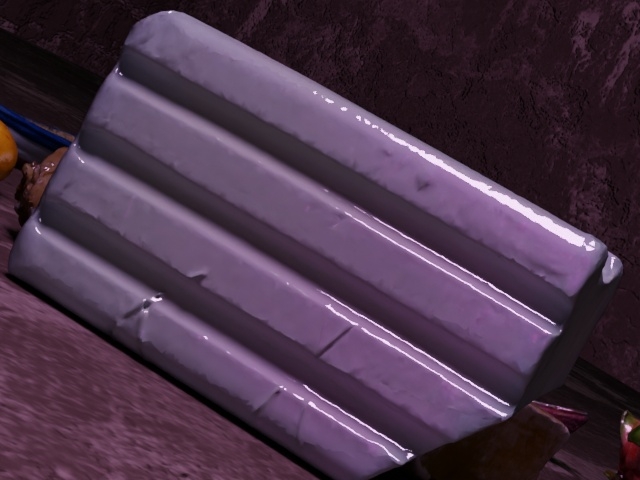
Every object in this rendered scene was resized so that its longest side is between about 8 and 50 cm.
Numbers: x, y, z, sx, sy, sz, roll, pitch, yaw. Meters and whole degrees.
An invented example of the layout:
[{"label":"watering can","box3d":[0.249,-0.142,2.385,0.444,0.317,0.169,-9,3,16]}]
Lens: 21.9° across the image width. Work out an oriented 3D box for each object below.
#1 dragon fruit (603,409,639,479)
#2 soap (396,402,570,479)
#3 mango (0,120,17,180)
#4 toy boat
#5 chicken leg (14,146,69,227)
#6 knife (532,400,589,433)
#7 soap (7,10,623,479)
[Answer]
[{"label":"dragon fruit","box3d":[0.324,0.177,1.186,0.236,0.137,0.135,13,-28,11]},{"label":"soap","box3d":[0.027,0.078,1.026,0.232,0.073,0.140,31,0,40]},{"label":"mango","box3d":[-0.240,-0.063,1.144,0.060,0.046,0.089,29,8,-9]},{"label":"toy boat","box3d":[-0.237,-0.081,1.415,0.080,0.046,0.229,31,5,18]},{"label":"chicken leg","box3d":[-0.117,0.000,1.081,0.198,0.069,0.085,35,1,-37]},{"label":"knife","box3d":[0.091,0.100,1.369,0.278,0.053,0.123,29,-1,-9]},{"label":"soap","box3d":[-0.006,0.012,0.885,0.289,0.173,0.095,30,3,20]}]
